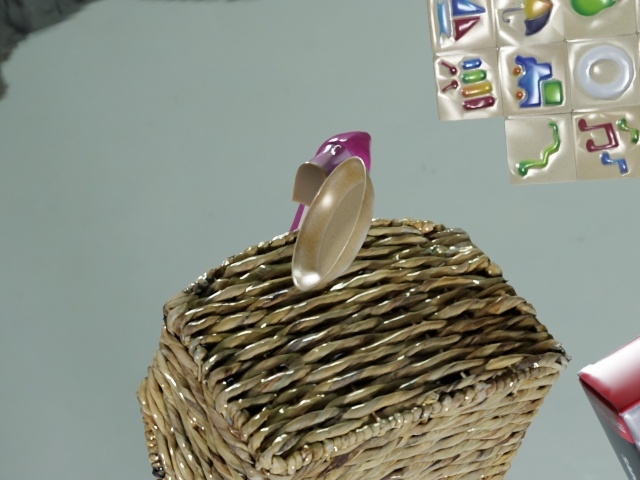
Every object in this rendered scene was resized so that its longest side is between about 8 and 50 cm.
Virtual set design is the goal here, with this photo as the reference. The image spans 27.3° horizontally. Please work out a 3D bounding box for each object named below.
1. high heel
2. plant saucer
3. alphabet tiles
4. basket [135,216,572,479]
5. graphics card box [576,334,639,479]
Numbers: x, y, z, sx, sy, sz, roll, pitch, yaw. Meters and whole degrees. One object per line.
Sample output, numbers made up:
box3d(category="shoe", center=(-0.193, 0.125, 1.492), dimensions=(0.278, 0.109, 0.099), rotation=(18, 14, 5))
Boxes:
box3d(category="high heel", center=(0.000, 0.000, 1.401), dimensions=(0.082, 0.244, 0.117), rotation=(22, 32, 24))
box3d(category="plant saucer", center=(0.010, -0.007, 0.760), dimensions=(0.015, 0.083, 0.083), rotation=(24, 44, -20))
box3d(category="alphabet tiles", center=(0.246, -0.190, 1.024), dimensions=(0.343, 0.285, 0.011), rotation=(-3, 9, 26))
box3d(category="basket", center=(0.006, 0.131, 1.064), dimensions=(0.299, 0.223, 0.213), rotation=(-16, 51, -31))
box3d(category="graphics card box", center=(0.427, 0.226, 1.276), dimensions=(0.233, 0.371, 0.094), rotation=(-31, 24, -6))
